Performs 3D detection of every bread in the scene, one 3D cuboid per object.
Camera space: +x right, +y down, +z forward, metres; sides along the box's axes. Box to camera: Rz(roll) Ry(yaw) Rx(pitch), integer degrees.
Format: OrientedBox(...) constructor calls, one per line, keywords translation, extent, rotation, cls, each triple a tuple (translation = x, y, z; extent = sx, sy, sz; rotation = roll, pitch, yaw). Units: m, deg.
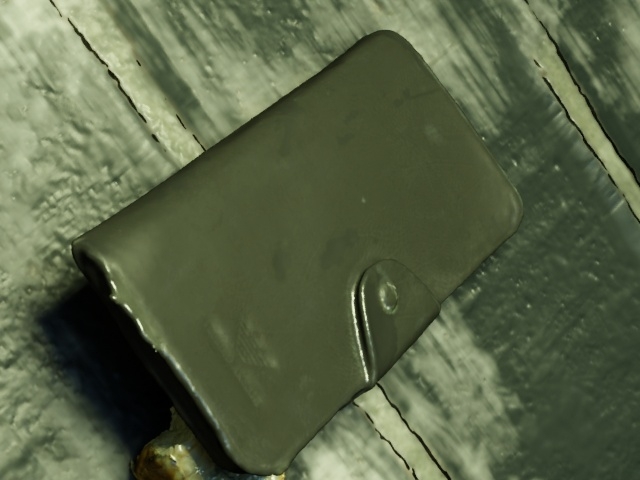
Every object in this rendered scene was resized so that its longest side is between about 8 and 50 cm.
OrientedBox(translation=(-0.069, 0.144, 1.024), extent=(0.083, 0.070, 0.076), rotation=(50, 59, -14), cls="bread")

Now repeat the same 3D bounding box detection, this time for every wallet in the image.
OrientedBox(translation=(0.000, 0.000, 1.074), extent=(0.197, 0.051, 0.377), rotation=(56, 45, -5), cls="wallet")
